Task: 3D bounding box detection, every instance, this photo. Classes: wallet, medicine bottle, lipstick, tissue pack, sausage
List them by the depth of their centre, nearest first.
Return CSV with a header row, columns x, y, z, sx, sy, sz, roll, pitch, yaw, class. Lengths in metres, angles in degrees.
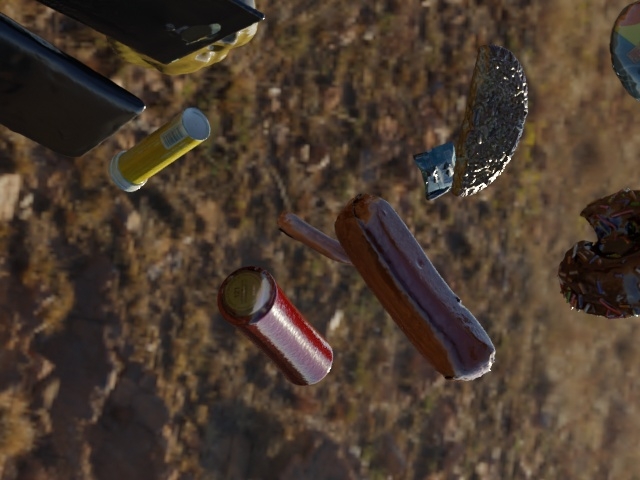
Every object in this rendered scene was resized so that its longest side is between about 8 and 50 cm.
x,y,z,sx,sy,sz,roll,pitch,yaw,class
-0.054,0.113,1.434,0.241,0.080,0.080,54,46,-59,lipstick
-0.440,-0.234,1.570,0.377,0.197,0.051,30,50,-32,wallet
0.134,0.078,1.682,0.330,0.102,0.102,53,28,0,sausage
-0.282,-0.158,1.969,0.074,0.218,0.074,23,55,-37,medicine bottle
0.001,-0.001,2.073,0.040,0.176,0.047,-61,-178,36,sausage
0.234,-0.134,2.211,0.138,0.085,0.028,62,7,-53,tissue pack

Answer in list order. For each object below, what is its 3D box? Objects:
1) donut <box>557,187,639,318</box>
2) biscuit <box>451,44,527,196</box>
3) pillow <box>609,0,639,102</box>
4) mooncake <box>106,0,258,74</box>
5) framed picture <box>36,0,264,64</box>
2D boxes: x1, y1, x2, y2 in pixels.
x,y,z,sx,sy,sz,roll,pitch,yaw,class
0.463,0.014,1.678,0.230,0.216,0.096,-44,126,-24,donut
0.235,-0.159,1.509,0.126,0.025,0.206,-8,115,-42,biscuit
0.402,-0.259,1.248,0.214,0.086,0.233,10,105,-39,pillow
-0.220,-0.333,1.696,0.235,0.234,0.117,22,59,-68,mooncake
-0.268,-0.324,1.449,0.323,0.244,0.013,23,69,-35,framed picture
